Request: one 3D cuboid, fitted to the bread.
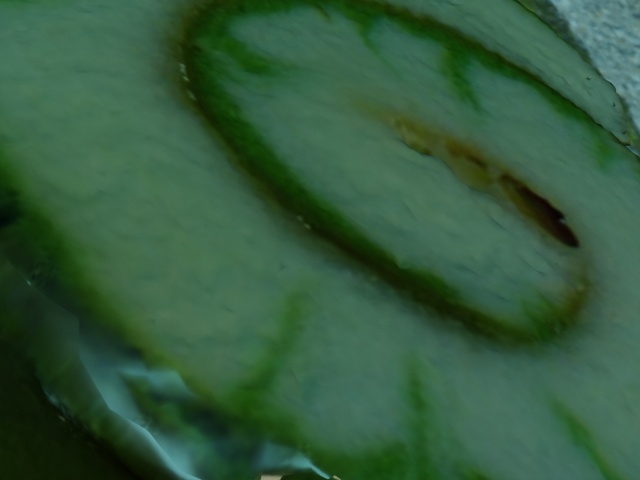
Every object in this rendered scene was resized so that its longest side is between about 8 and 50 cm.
[{"bbox_3d":[0.000,0.000,0.484,0.366,0.129,0.382,39,36,12],"label":"bread"}]
